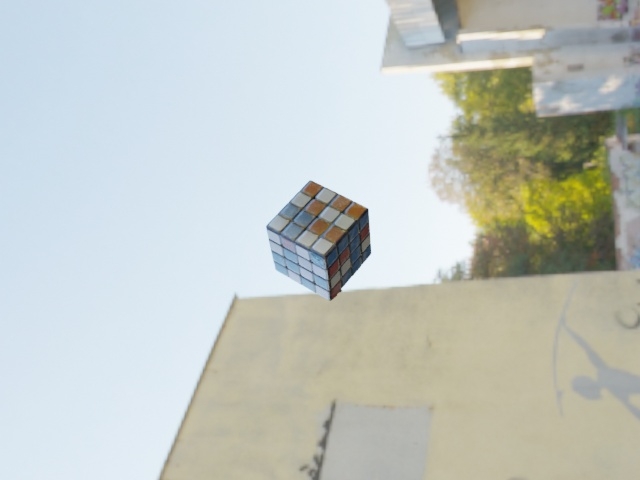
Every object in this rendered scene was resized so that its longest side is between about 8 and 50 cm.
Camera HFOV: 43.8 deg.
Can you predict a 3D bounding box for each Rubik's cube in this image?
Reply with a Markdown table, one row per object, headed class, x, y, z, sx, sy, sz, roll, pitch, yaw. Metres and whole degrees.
| class | x | y | z | sx | sy | sz | roll | pitch | yaw |
| --- | --- | --- | --- | --- | --- | --- | --- | --- | --- |
| Rubik's cube | 0.000 | 0.000 | 0.984 | 0.092 | 0.092 | 0.092 | -48 | -29 | -27 |
